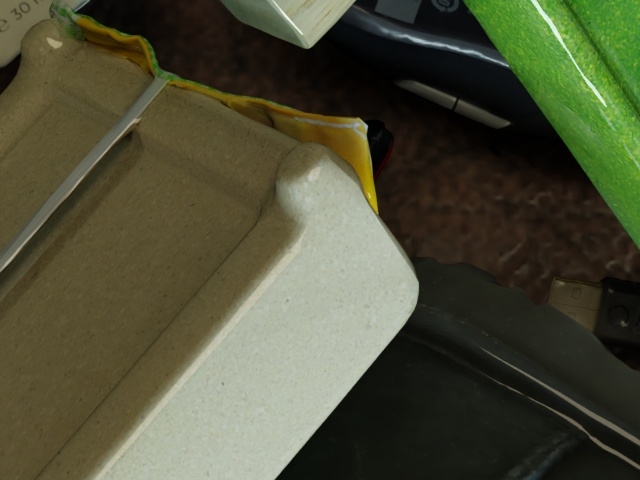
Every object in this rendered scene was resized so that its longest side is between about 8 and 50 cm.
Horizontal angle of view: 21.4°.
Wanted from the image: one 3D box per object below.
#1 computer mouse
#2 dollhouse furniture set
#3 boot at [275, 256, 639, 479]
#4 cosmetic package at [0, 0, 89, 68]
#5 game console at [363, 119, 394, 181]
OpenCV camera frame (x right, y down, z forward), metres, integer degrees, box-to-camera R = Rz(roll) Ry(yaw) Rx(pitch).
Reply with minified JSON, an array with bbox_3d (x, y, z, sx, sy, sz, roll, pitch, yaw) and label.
[{"bbox_3d":[0.082,-0.048,0.646,0.262,0.060,0.184,17,64,-8],"label":"computer mouse"},{"bbox_3d":[0.000,0.000,0.511,0.301,0.151,0.197,-49,35,-8],"label":"dollhouse furniture set"},{"bbox_3d":[0.033,0.230,0.402,0.367,0.146,0.445,27,44,21],"label":"boot"},{"bbox_3d":[-0.174,-0.220,0.548,0.113,0.309,0.160,-38,36,3],"label":"cosmetic package"},{"bbox_3d":[-0.064,-0.008,0.586,0.085,0.124,0.144,51,49,-25],"label":"game console"}]
